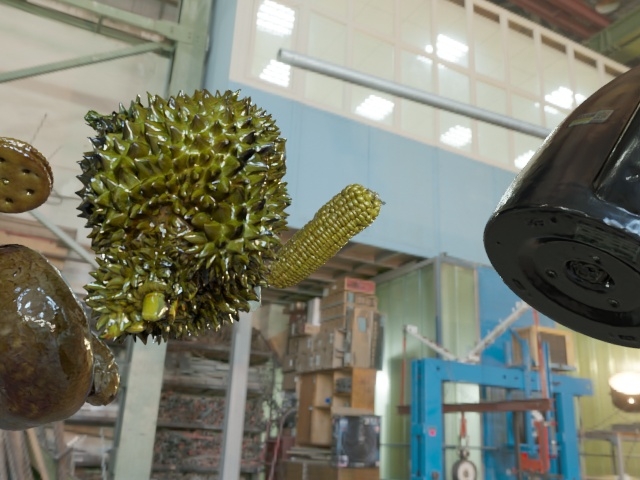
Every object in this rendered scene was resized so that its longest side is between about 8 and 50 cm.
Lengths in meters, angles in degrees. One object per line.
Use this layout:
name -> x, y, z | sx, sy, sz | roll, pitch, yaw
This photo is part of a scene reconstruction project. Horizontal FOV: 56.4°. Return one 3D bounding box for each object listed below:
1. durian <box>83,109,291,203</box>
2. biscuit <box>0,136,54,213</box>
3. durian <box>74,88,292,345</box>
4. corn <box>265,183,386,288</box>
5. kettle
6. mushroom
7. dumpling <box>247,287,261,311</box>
durian -> -0.232, -0.153, 1.065 | 0.394, 0.198, 0.163 | 21, -65, -2
biscuit -> -0.790, -0.159, 1.507 | 0.220, 0.066, 0.220 | -6, -51, -7
durian -> -0.148, -0.024, 0.661 | 0.258, 0.293, 0.258 | 8, -10, 2
corn -> -0.001, 0.000, 1.272 | 0.313, 0.102, 0.102 | -44, -37, 15
kettle -> 0.317, -0.080, 0.567 | 0.207, 0.290, 0.268 | 29, -20, 25
mushroom -> -0.510, 0.167, 0.999 | 0.345, 0.345, 0.239 | -1, 14, 10
dumpling -> -0.228, 0.077, 1.520 | 0.151, 0.229, 0.124 | -11, -22, -17
